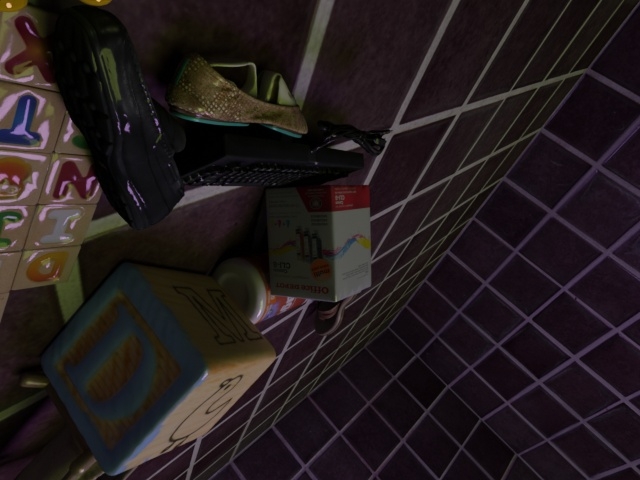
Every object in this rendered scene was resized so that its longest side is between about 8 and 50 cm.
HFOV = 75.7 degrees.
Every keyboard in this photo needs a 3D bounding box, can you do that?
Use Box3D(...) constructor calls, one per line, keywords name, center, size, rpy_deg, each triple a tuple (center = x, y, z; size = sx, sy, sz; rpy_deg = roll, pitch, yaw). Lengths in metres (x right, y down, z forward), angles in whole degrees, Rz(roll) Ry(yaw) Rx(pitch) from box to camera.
Box3D(name="keyboard", center=(-0.024, -0.105, 0.549), size=(0.202, 0.033, 0.317), rpy_deg=(-21, 176, 33))

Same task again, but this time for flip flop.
Box3D(name="flip flop", center=(0.033, 0.187, 1.256), size=(0.080, 0.112, 0.277), rpy_deg=(2, 137, -29))

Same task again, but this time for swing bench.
Box3D(name="swing bench", center=(-0.372, 0.327, 0.629), size=(0.253, 0.165, 0.255), rpy_deg=(-49, 160, 6))

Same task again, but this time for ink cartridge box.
Box3D(name="ink cartridge box", center=(0.000, 0.000, 0.672), size=(0.127, 0.128, 0.176), rpy_deg=(-12, 101, -58))

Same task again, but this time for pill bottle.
Box3D(name="pill bottle", center=(-0.088, 0.077, 0.771), size=(0.216, 0.121, 0.121), rpy_deg=(-12, 141, -57))

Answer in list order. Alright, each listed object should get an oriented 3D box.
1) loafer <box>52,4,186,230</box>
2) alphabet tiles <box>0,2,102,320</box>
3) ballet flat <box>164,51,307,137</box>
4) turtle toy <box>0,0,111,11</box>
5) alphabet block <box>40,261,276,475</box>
Box3D(name="loafer", center=(-0.160, -0.094, 0.356), size=(0.078, 0.076, 0.223), rpy_deg=(-40, 164, -29))
Box3D(name="alphabet tiles", center=(-0.308, -0.026, 0.309), size=(0.342, 0.011, 0.285), rpy_deg=(-55, 158, 24))
Box3D(name="ballet flat", center=(-0.071, -0.156, 0.449), size=(0.206, 0.073, 0.067), rpy_deg=(-16, 130, -59))
Box3D(name="turtle toy", center=(-0.173, -0.177, 0.209), size=(0.130, 0.066, 0.095), rpy_deg=(-30, 154, -35))
Box3D(name="alphabet block", center=(-0.217, 0.166, 0.587), size=(0.192, 0.193, 0.197), rpy_deg=(-47, 160, 6))
